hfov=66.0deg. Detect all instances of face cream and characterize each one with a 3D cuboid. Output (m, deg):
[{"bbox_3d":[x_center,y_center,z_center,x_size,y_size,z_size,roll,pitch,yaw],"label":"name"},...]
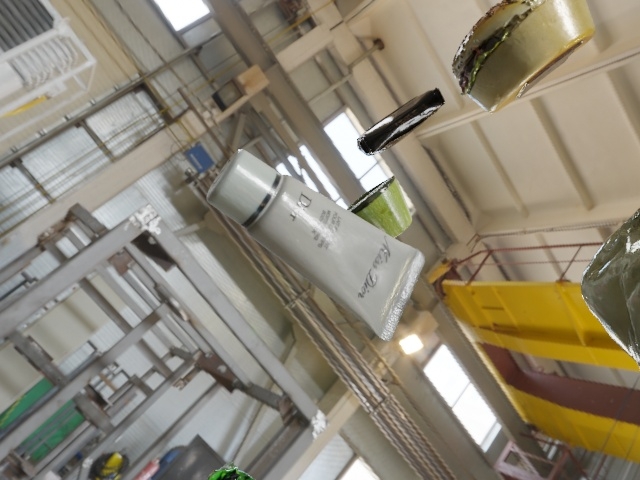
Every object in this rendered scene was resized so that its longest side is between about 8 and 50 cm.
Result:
[{"bbox_3d":[0.000,0.000,0.655,0.314,0.143,0.089,34,-22,-20],"label":"face cream"}]

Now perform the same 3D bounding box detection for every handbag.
[{"bbox_3d":[0.214,-0.312,1.347,0.080,0.247,0.223,54,7,-9],"label":"handbag"}]

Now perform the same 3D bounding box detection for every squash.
[{"bbox_3d":[0.138,-0.068,1.196,0.123,0.170,0.170,53,-26,-13],"label":"squash"}]

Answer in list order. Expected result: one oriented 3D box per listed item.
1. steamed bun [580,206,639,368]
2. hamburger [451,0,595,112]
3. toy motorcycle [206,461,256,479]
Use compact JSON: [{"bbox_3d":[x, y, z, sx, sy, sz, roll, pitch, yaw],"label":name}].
[{"bbox_3d":[0.550,0.061,0.581,0.237,0.394,0.346,-33,119,-79],"label":"steamed bun"},{"bbox_3d":[0.418,-0.413,1.048,0.176,0.300,0.300,55,-25,6],"label":"hamburger"},{"bbox_3d":[-0.059,0.271,0.480,0.190,0.074,0.106,-2,-52,50],"label":"toy motorcycle"}]
